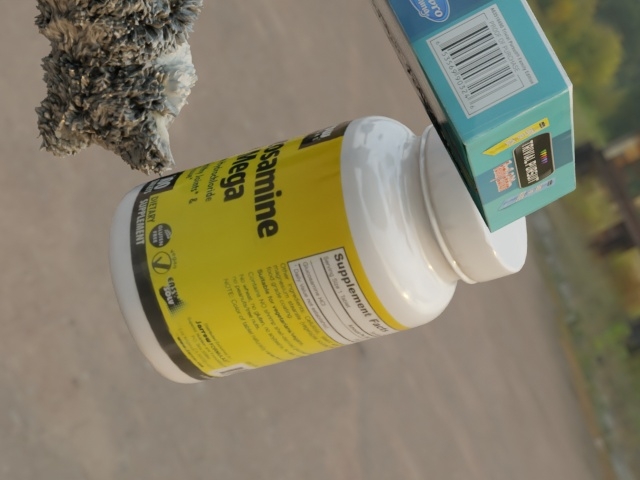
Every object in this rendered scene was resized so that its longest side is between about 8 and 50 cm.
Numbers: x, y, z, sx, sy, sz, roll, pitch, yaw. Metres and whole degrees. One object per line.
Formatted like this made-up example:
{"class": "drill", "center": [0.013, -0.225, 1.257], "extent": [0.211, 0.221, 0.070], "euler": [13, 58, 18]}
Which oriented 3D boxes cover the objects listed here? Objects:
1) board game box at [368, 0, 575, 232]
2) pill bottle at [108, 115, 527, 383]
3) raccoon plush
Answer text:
{"class": "board game box", "center": [0.085, -0.158, 1.379], "extent": [0.254, 0.079, 0.336], "euler": [63, 3, 11]}
{"class": "pill bottle", "center": [0.000, 0.000, 1.735], "extent": [0.188, 0.334, 0.188], "euler": [50, 32, -47]}
{"class": "raccoon plush", "center": [-0.275, -0.240, 2.025], "extent": [0.216, 0.299, 0.446], "euler": [16, 1, 40]}
